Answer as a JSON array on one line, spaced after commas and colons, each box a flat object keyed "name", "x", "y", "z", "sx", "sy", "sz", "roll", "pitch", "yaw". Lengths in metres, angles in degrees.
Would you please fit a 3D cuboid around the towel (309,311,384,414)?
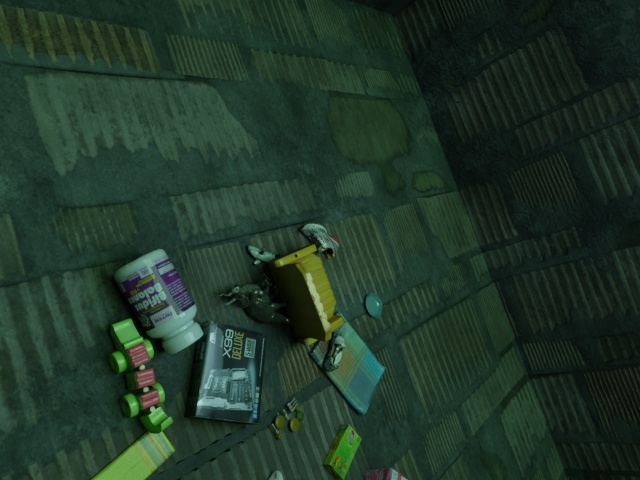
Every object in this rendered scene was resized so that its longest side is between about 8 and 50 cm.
[{"name": "towel", "x": 0.126, "y": 0.524, "z": 2.037, "sx": 0.370, "sy": 0.040, "sz": 0.271, "roll": 53, "pitch": 43, "yaw": -14}]

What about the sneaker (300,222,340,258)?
[{"name": "sneaker", "x": 0.000, "y": 0.000, "z": 2.102, "sx": 0.225, "sy": 0.088, "sz": 0.093, "roll": 35, "pitch": 52, "yaw": -29}]

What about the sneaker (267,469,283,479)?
[{"name": "sneaker", "x": -0.180, "y": 0.837, "z": 1.574, "sx": 0.075, "sy": 0.057, "sz": 0.161, "roll": 48, "pitch": 48, "yaw": -27}]

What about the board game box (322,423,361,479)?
[{"name": "board game box", "x": 0.087, "y": 0.827, "z": 1.860, "sx": 0.092, "sy": 0.043, "sz": 0.181, "roll": 52, "pitch": 44, "yaw": -15}]

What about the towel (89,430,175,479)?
[{"name": "towel", "x": -0.531, "y": 0.638, "z": 1.338, "sx": 0.237, "sy": 0.021, "sz": 0.102, "roll": -36, "pitch": 94, "yaw": -46}]

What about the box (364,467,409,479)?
[{"name": "box", "x": 0.247, "y": 1.062, "z": 1.826, "sx": 0.154, "sy": 0.142, "sz": 0.300, "roll": 43, "pitch": 41, "yaw": -23}]

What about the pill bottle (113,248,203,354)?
[{"name": "pill bottle", "x": -0.489, "y": 0.192, "z": 1.462, "sx": 0.169, "sy": 0.169, "sz": 0.302, "roll": -34, "pitch": 97, "yaw": -47}]

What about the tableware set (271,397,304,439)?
[{"name": "tableware set", "x": -0.119, "y": 0.663, "z": 1.741, "sx": 0.154, "sy": 0.024, "sz": 0.104, "roll": -41, "pitch": 106, "yaw": -48}]

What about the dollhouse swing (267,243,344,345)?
[{"name": "dollhouse swing", "x": 0.000, "y": 0.194, "z": 1.826, "sx": 0.315, "sy": 0.304, "sz": 0.347, "roll": -23, "pitch": 93, "yaw": -40}]

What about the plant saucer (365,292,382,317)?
[{"name": "plant saucer", "x": 0.250, "y": 0.311, "z": 2.266, "sx": 0.119, "sy": 0.021, "sz": 0.120, "roll": 21, "pitch": 58, "yaw": -39}]

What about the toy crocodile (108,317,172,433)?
[{"name": "toy crocodile", "x": -0.527, "y": 0.394, "z": 1.383, "sx": 0.115, "sy": 0.105, "sz": 0.341, "roll": -12, "pitch": 81, "yaw": -47}]

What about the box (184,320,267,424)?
[{"name": "box", "x": -0.310, "y": 0.447, "z": 1.599, "sx": 0.242, "sy": 0.076, "sz": 0.308, "roll": 24, "pitch": 57, "yaw": -36}]

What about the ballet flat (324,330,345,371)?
[{"name": "ballet flat", "x": 0.071, "y": 0.451, "z": 1.945, "sx": 0.070, "sy": 0.070, "sz": 0.189, "roll": 40, "pitch": 48, "yaw": -26}]

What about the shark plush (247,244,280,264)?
[{"name": "shark plush", "x": -0.215, "y": 0.046, "z": 1.892, "sx": 0.161, "sy": 0.073, "sz": 0.067, "roll": -5, "pitch": 46, "yaw": -42}]

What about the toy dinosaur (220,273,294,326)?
[{"name": "toy dinosaur", "x": -0.221, "y": 0.231, "z": 1.766, "sx": 0.160, "sy": 0.121, "sz": 0.314, "roll": -41, "pitch": 123, "yaw": -2}]
